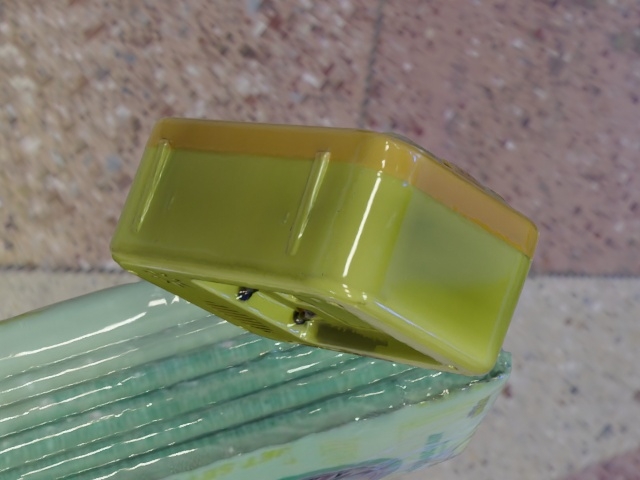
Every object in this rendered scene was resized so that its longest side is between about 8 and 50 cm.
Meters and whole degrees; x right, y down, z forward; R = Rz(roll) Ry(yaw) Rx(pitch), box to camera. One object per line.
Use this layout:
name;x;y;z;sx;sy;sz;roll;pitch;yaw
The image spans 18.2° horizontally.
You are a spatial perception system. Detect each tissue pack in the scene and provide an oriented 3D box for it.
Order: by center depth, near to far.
tissue pack;-0.080;0.118;1.402;0.388;0.287;0.162;-16;74;-9

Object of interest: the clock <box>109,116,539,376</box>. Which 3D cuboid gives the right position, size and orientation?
clock;0.000;0.000;1.044;0.143;0.202;0.096;27;76;-41
